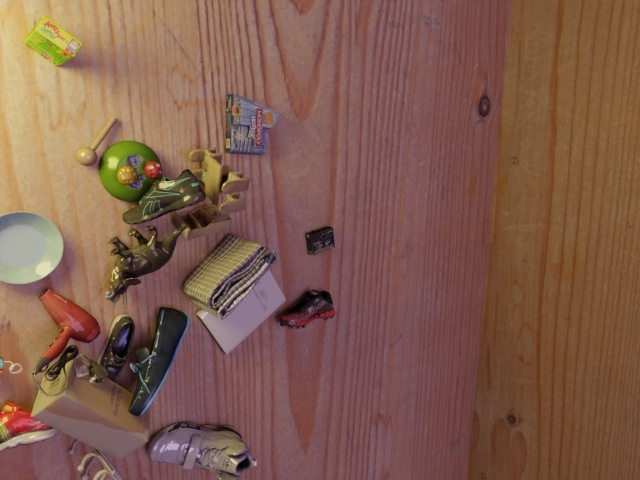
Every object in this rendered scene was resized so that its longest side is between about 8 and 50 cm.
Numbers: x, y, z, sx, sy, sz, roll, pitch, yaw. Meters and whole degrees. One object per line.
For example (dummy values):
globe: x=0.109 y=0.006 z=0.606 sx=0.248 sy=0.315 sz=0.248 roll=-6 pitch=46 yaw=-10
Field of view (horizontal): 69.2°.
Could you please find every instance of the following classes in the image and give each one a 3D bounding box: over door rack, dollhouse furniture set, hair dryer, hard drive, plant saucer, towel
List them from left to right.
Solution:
plant saucer: x=-0.794 y=0.018 z=1.231 sx=0.195 sy=0.037 sz=0.194 roll=-9 pitch=104 yaw=-38
hair dryer: x=-0.691 y=0.263 z=1.267 sx=0.080 sy=0.293 sz=0.223 roll=-30 pitch=165 yaw=8
over door rack: x=-0.613 y=0.754 z=1.400 sx=0.108 sy=0.240 sz=0.324 roll=-47 pitch=124 yaw=-26
dollhouse furniture set: x=-0.362 y=-0.140 z=1.457 sx=0.161 sy=0.212 sz=0.242 roll=-17 pitch=136 yaw=-39
towel: x=-0.305 y=0.106 z=1.537 sx=0.283 sy=0.235 sz=0.121 roll=-49 pitch=120 yaw=-22
hard drive: x=-0.283 y=0.244 z=1.709 sx=0.307 sy=0.040 sz=0.203 roll=-41 pitch=122 yaw=-27

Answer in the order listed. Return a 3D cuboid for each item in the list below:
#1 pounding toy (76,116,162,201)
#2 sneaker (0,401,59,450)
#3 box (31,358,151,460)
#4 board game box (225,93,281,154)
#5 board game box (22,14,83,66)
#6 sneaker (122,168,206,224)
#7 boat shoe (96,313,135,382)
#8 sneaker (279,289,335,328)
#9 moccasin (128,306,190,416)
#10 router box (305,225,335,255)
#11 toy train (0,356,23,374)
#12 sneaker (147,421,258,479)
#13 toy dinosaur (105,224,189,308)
pounding toy: x=-0.552 y=-0.216 z=1.341 sx=0.183 sy=0.110 sz=0.237 roll=-55 pitch=128 yaw=-18
sneaker: x=-0.859 y=0.500 z=1.253 sx=0.279 sy=0.107 sz=0.118 roll=-1 pitch=81 yaw=-44
box: x=-0.654 y=0.496 z=1.355 sx=0.121 sy=0.148 sz=0.311 roll=-34 pitch=126 yaw=6
board game box: x=-0.230 y=-0.397 z=1.611 sx=0.194 sy=0.060 sz=0.194 roll=-6 pitch=102 yaw=-39
board game box: x=-0.663 y=-0.487 z=1.144 sx=0.092 sy=0.181 sz=0.043 roll=34 pitch=77 yaw=-39
sneaker: x=-0.473 y=-0.125 z=1.379 sx=0.267 sy=0.101 sz=0.106 roll=-20 pitch=100 yaw=8
boat shoe: x=-0.619 y=0.344 z=1.420 sx=0.080 sy=0.076 sz=0.228 roll=22 pitch=84 yaw=-41
sneaker: x=-0.054 y=0.270 z=1.872 sx=0.276 sy=0.098 sz=0.135 roll=-11 pitch=106 yaw=-41
moccasin: x=-0.530 y=0.371 z=1.455 sx=0.117 sy=0.138 sz=0.342 roll=30 pitch=49 yaw=-20
router box: x=0.000 y=0.000 z=1.901 sx=0.122 sy=0.038 sz=0.092 roll=-19 pitch=110 yaw=-36
toy train: x=-0.883 y=0.373 z=1.221 sx=0.166 sy=0.046 sz=0.125 roll=-52 pitch=123 yaw=-17
sneaker: x=-0.393 y=0.735 z=1.602 sx=0.366 sy=0.210 sz=0.137 roll=19 pitch=86 yaw=-41
toy dinosaur: x=-0.536 y=0.046 z=1.408 sx=0.313 sy=0.121 sz=0.160 roll=-38 pitch=129 yaw=-22
